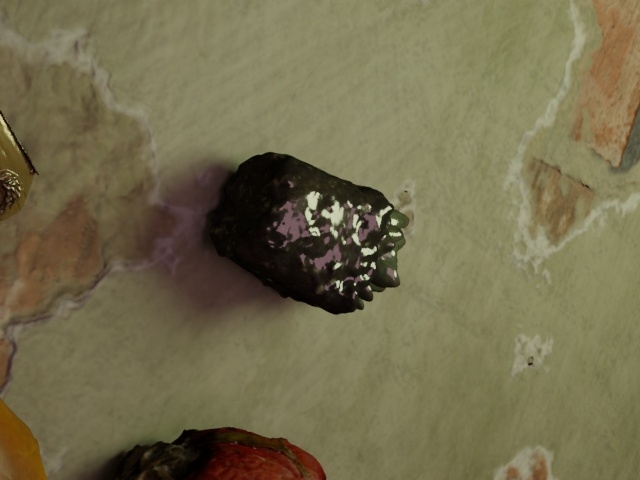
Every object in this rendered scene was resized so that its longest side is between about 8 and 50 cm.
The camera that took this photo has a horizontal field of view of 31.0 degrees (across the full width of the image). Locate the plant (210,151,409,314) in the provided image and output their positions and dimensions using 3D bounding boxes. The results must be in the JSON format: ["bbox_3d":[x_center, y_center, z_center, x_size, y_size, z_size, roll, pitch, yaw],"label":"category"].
[{"bbox_3d":[0.000,0.000,1.113,0.194,0.132,0.129,25,85,-35],"label":"plant"}]

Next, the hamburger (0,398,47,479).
[{"bbox_3d":[-0.358,0.216,0.845,0.314,0.170,0.289,26,76,-38],"label":"hamburger"}]

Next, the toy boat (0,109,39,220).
[{"bbox_3d":[-0.293,-0.107,0.903,0.072,0.064,0.206,-31,116,-10],"label":"toy boat"}]

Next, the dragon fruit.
[{"bbox_3d":[-0.116,0.239,1.052,0.148,0.218,0.224,48,21,-1],"label":"dragon fruit"}]
